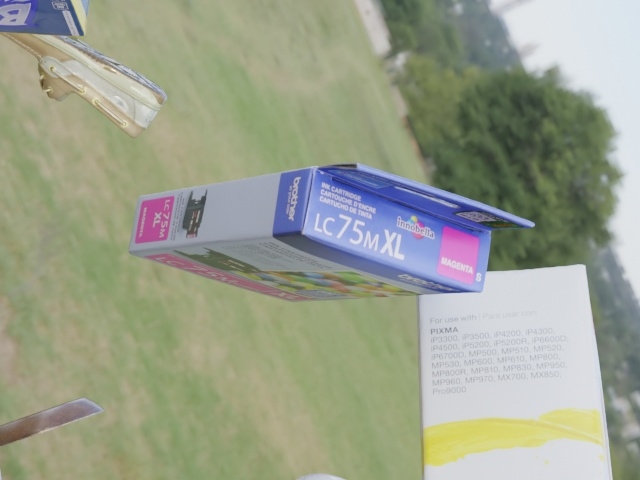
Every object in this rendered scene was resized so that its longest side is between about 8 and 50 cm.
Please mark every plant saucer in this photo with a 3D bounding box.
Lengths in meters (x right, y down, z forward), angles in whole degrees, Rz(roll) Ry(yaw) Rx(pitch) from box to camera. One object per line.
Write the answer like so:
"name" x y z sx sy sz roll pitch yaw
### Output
"plant saucer" -0.366 0.238 1.874 0.168 0.168 0.029 3 69 -83

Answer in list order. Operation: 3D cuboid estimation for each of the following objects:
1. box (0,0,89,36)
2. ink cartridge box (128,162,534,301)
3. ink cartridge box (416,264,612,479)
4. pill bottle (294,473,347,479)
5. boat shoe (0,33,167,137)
"box" -0.206 -0.145 0.746 0.059 0.169 0.054 90 3 -75
"ink cartridge box" 0.000 0.000 1.168 0.186 0.311 0.065 18 73 -35
"ink cartridge box" 0.183 0.250 1.283 0.279 0.160 0.384 66 21 -60
"pill bottle" -0.041 0.223 0.723 0.119 0.208 0.119 29 -43 31
"boat shoe" -0.178 -0.119 1.022 0.135 0.045 0.050 30 10 -4
